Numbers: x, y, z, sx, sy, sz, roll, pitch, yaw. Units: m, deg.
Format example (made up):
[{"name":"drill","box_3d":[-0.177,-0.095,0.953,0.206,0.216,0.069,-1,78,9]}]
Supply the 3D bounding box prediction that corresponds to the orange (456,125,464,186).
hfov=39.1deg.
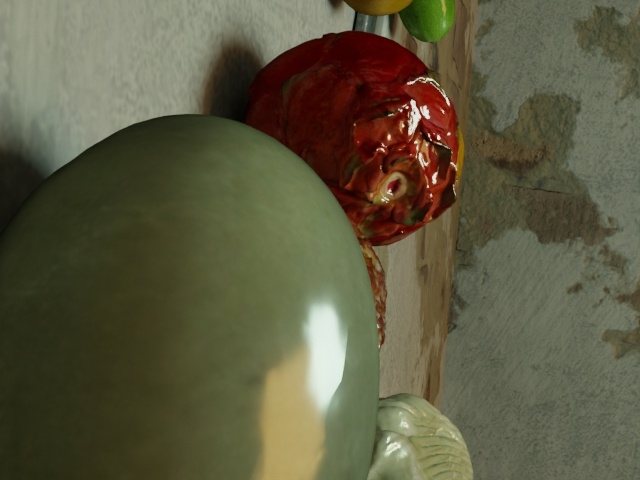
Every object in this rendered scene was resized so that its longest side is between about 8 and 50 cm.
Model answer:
[{"name":"orange","box_3d":[0.131,-0.136,1.418,0.219,0.193,0.219,20,90,-85]}]

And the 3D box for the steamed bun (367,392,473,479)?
[{"name":"steamed bun","box_3d":[0.123,0.437,1.474,0.352,0.247,0.339,62,21,16]}]

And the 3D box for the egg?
[{"name":"egg","box_3d":[-0.091,0.093,0.547,0.258,0.259,0.352,63,36,-63]}]

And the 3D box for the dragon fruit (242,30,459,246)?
[{"name":"dragon fruit","box_3d":[0.030,-0.102,0.943,0.252,0.241,0.240,-104,-162,-85]}]

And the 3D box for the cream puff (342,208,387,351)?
[{"name":"cream puff","box_3d":[-0.036,0.047,0.785,0.240,0.164,0.240,32,43,-36]}]

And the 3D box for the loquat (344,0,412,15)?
[{"name":"loquat","box_3d":[0.084,-0.379,1.250,0.141,0.141,0.141,6,90,-75]}]

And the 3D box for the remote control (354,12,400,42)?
[{"name":"remote control","box_3d":[0.103,-0.420,1.453,0.103,0.056,0.277,47,52,-70]}]

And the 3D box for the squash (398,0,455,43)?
[{"name":"squash","box_3d":[0.123,-0.469,1.326,0.101,0.101,0.378,-60,136,-56]}]
